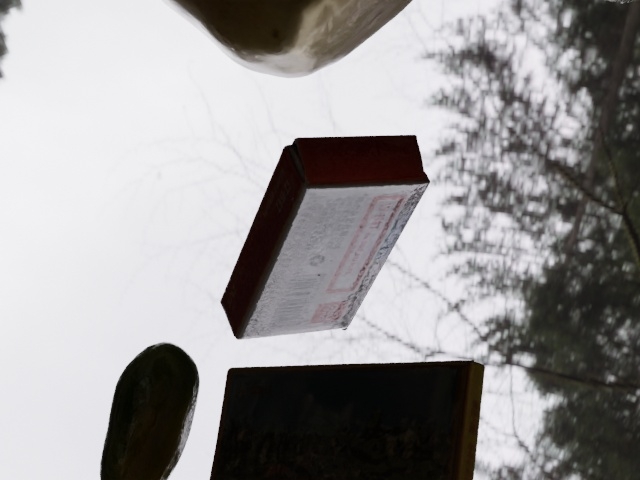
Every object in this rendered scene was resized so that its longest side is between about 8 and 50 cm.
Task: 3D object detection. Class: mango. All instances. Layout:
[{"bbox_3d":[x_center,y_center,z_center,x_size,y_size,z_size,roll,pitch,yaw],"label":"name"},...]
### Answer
[{"bbox_3d":[-0.184,0.197,1.310,0.085,0.122,0.191,16,-121,6],"label":"mango"}]

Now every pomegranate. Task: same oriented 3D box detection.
[{"bbox_3d":[-0.022,-0.324,1.228,0.332,0.332,0.332,-2,-121,3],"label":"pomegranate"}]

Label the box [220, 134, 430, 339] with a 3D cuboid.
[{"bbox_3d":[0.000,0.000,1.084,0.123,0.229,0.050,-5,-127,-26],"label":"box"}]

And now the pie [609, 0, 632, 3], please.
[{"bbox_3d":[0.286,-0.395,1.253,0.339,0.077,0.339,9,-106,-32],"label":"pie"}]

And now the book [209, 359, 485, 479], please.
[{"bbox_3d":[-0.007,0.274,0.914,0.262,0.028,0.374,-7,-113,45],"label":"book"}]
